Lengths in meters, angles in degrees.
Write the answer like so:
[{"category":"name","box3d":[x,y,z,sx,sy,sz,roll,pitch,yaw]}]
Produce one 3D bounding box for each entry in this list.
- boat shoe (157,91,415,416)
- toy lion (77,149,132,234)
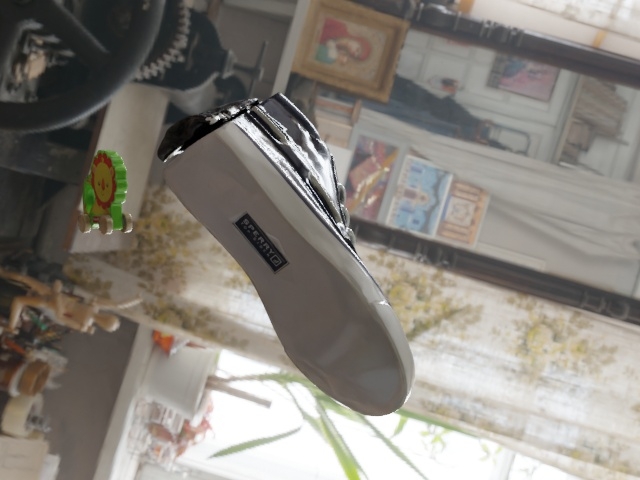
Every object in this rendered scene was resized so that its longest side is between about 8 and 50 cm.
[{"category":"boat shoe","box3d":[0.000,0.000,0.739,0.127,0.341,0.158,-28,-169,36]},{"category":"toy lion","box3d":[-0.251,-0.056,0.857,0.100,0.034,0.096,3,-83,50]}]
